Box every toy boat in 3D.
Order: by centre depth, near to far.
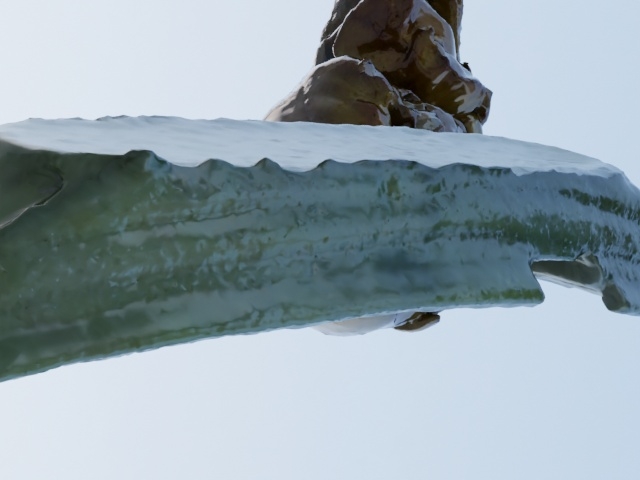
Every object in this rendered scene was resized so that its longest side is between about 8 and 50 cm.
[{"bbox_3d":[0.000,0.000,0.442,0.093,0.293,0.055,17,-76,43],"label":"toy boat"}]

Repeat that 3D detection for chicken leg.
[{"bbox_3d":[0.020,-0.075,1.259,0.409,0.182,0.295,176,-67,-76],"label":"chicken leg"}]
